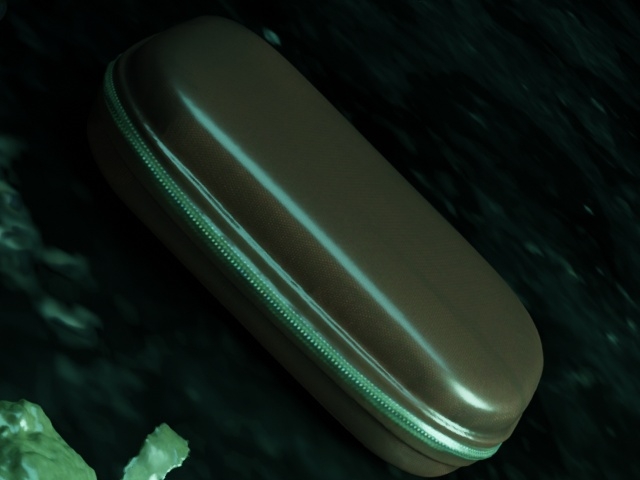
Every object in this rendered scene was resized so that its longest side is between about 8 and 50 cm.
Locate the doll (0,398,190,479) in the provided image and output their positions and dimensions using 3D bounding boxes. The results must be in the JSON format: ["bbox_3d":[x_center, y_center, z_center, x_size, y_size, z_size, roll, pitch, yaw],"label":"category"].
[{"bbox_3d":[-0.076,0.179,0.761,0.286,0.091,0.203,4,78,-42],"label":"doll"}]

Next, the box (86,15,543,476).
[{"bbox_3d":[0.000,0.000,1.157,0.404,0.108,0.263,46,22,1],"label":"box"}]

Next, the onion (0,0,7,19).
[{"bbox_3d":[-0.275,-0.113,0.764,0.281,0.221,0.281,-15,90,-75],"label":"onion"}]
